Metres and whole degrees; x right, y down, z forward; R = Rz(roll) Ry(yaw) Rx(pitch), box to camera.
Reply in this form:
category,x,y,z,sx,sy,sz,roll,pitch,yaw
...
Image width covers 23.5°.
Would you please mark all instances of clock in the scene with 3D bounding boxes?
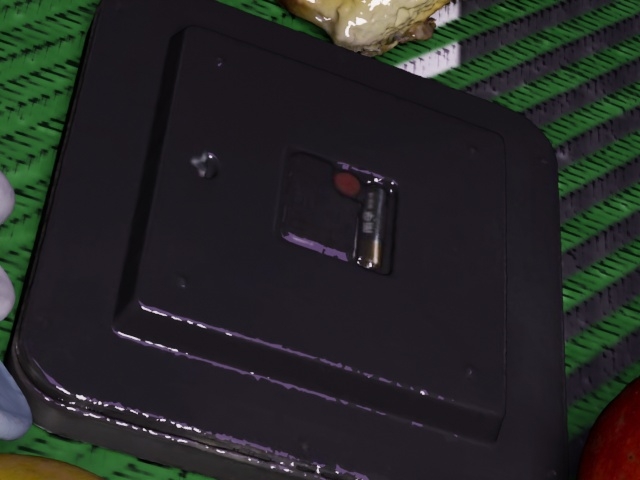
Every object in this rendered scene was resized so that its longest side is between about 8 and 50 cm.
category,x,y,z,sx,sy,sz,roll,pitch,yaw
clock,0.000,0.000,0.767,0.273,0.049,0.279,17,49,-15

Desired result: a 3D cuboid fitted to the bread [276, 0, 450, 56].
category,x,y,z,sx,sy,sz,roll,pitch,yaw
bread,0.071,-0.220,0.918,0.252,0.133,0.174,-20,68,-38

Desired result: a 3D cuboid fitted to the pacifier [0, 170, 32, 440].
category,x,y,z,sx,sy,sz,roll,pitch,yaw
pacifier,-0.240,-0.002,0.581,0.207,0.227,0.279,-43,78,-2

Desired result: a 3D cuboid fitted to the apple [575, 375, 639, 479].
category,x,y,z,sx,sy,sz,roll,pitch,yaw
apple,0.235,0.133,0.677,0.234,0.234,0.234,14,50,-18

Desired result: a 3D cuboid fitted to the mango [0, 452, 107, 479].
category,x,y,z,sx,sy,sz,roll,pitch,yaw
mango,-0.087,0.168,0.508,0.156,0.114,0.251,-36,49,-27
